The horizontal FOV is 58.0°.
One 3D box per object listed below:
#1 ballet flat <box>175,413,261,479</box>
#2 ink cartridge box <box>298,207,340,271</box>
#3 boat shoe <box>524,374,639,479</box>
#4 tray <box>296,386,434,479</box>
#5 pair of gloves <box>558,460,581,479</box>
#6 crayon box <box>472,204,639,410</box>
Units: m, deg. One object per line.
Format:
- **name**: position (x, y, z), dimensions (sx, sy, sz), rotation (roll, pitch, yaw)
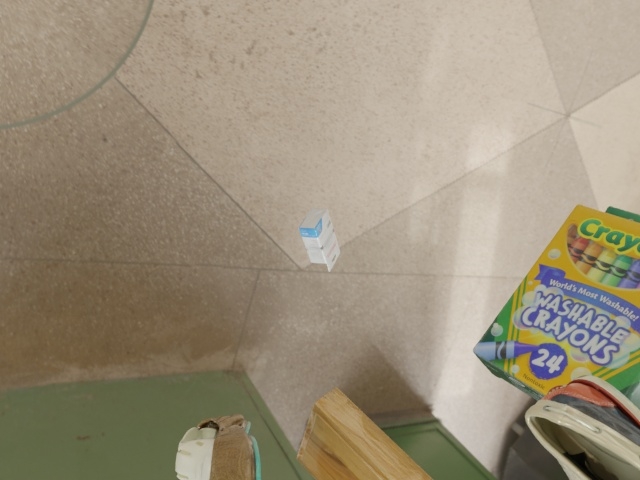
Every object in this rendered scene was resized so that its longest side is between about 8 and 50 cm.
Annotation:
- **ballet flat**: position (-0.170, 0.347, 0.938), dimensions (0.124, 0.342, 0.116), rotation (8, 85, -9)
- **ink cartridge box**: position (0.000, 0.000, 0.843), dimensions (0.048, 0.028, 0.083), rotation (-58, 142, -42)
- **boat shoe**: position (0.157, 0.119, 0.263), dimensions (0.043, 0.137, 0.049), rotation (-14, 133, -31)
- **tray**: position (0.129, 0.498, 1.111), dimensions (0.076, 0.411, 0.203), rotation (-24, 142, -40)
- **pair of gloves**: position (0.347, 0.244, 0.492), dimensions (0.240, 0.204, 0.042), rotation (-29, 171, 36)
- **crayon box**: position (0.386, 0.083, 0.780), dimensions (0.323, 0.203, 0.083), rotation (-52, 130, -8)
